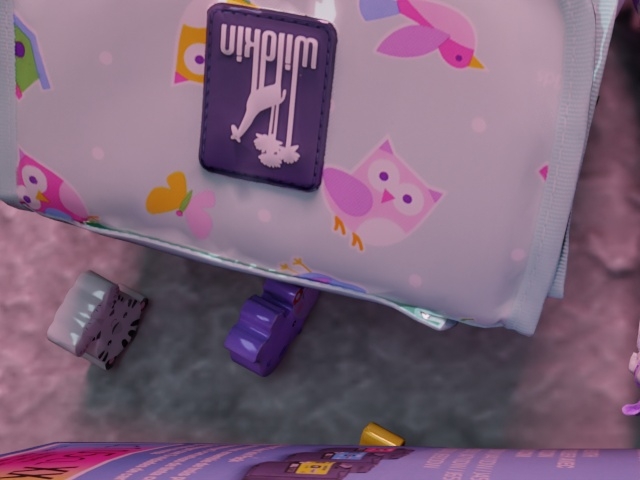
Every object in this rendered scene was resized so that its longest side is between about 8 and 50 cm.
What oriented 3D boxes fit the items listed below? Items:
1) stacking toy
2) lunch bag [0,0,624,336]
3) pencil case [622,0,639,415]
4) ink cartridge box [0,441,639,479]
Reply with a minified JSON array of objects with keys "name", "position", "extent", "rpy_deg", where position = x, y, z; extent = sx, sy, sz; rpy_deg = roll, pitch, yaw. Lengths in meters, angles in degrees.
[{"name":"stacking toy","position":[0.000,0.000,0.501],"extent":[0.167,0.052,0.221],"rpy_deg":[27,83,18]},{"name":"lunch bag","position":[0.006,-0.109,0.422],"extent":[0.223,0.160,0.262],"rpy_deg":[13,80,11]},{"name":"pencil case","position":[0.166,-0.026,0.444],"extent":[0.088,0.086,0.206],"rpy_deg":[-6,71,38]},{"name":"ink cartridge box","position":[0.061,0.204,0.352],"extent":[0.395,0.151,0.270],"rpy_deg":[-2,89,13]}]
